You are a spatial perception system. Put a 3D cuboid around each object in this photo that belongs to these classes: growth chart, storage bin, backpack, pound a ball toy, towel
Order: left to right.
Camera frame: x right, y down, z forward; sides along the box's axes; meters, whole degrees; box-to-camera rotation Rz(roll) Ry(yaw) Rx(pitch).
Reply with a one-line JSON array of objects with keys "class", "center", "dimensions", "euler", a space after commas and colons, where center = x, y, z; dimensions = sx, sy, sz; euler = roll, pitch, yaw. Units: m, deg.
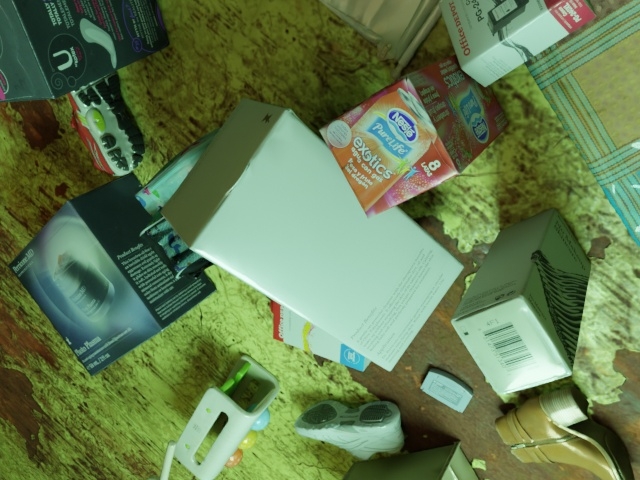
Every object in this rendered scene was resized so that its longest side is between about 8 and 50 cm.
[{"class": "pound a ball toy", "center": [-0.221, 0.421, 1.245], "dimensions": [0.135, 0.208, 0.319], "euler": [37, 125, 9]}, {"class": "backpack", "center": [-0.146, -0.077, 0.951], "dimensions": [0.253, 0.225, 0.191], "euler": [-22, 106, 31]}, {"class": "growth chart", "center": [0.072, -0.362, 0.812], "dimensions": [0.237, 0.021, 0.172], "euler": [45, 126, 3]}, {"class": "storage bin", "center": [0.132, 0.501, 1.058], "dimensions": [0.262, 0.260, 0.123], "euler": [-26, 95, 36]}, {"class": "towel", "center": [0.430, -0.168, 0.696], "dimensions": [0.271, 0.040, 0.370], "euler": [-32, 96, 36]}]

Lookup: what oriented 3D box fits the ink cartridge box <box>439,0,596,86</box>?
[{"class": "ink cartridge box", "center": [0.229, -0.275, 0.712], "dimensions": [0.150, 0.063, 0.109], "euler": [-29, 61, 36]}]

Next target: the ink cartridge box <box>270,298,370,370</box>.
[{"class": "ink cartridge box", "center": [-0.008, 0.125, 1.061], "dimensions": [0.231, 0.078, 0.134], "euler": [15, 120, 23]}]

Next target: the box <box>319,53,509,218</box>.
[{"class": "box", "center": [0.128, -0.141, 0.742], "dimensions": [0.128, 0.257, 0.123], "euler": [-26, 97, 35]}]

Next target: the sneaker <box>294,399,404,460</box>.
[{"class": "sneaker", "center": [0.054, 0.377, 1.146], "dimensions": [0.232, 0.090, 0.115], "euler": [-7, 113, 33]}]

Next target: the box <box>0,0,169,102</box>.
[{"class": "box", "center": [-0.388, -0.337, 0.916], "dimensions": [0.143, 0.270, 0.165], "euler": [4, 123, 27]}]

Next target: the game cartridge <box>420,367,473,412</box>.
[{"class": "game cartridge", "center": [0.221, 0.259, 1.038], "dimensions": [0.083, 0.017, 0.056], "euler": [29, 128, 14]}]

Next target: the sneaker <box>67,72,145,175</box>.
[{"class": "sneaker", "center": [-0.432, -0.250, 1.103], "dimensions": [0.118, 0.107, 0.279], "euler": [-4, 109, 40]}]

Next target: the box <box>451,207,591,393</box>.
[{"class": "box", "center": [0.265, 0.065, 0.755], "dimensions": [0.094, 0.275, 0.113], "euler": [-29, 98, 36]}]

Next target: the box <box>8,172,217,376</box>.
[{"class": "box", "center": [-0.427, 0.075, 1.209], "dimensions": [0.296, 0.182, 0.294], "euler": [-33, 94, 36]}]

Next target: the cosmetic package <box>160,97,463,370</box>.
[{"class": "cosmetic package", "center": [0.000, 0.000, 0.802], "dimensions": [0.365, 0.197, 0.155], "euler": [38, 178, -32]}]

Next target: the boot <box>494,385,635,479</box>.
[{"class": "boot", "center": [0.388, 0.336, 0.950], "dimensions": [0.152, 0.073, 0.197], "euler": [-39, 80, 36]}]
